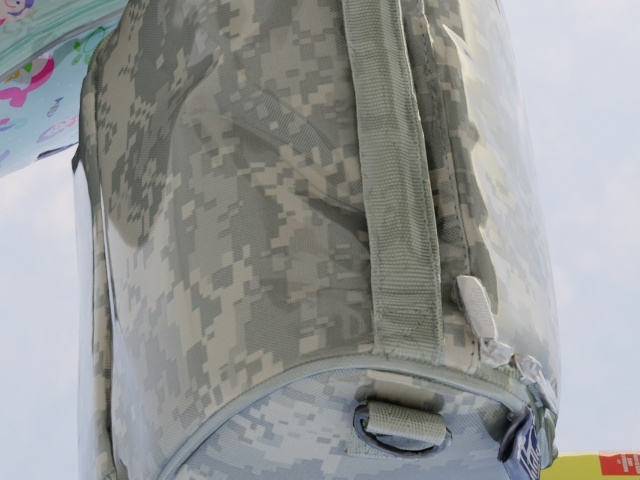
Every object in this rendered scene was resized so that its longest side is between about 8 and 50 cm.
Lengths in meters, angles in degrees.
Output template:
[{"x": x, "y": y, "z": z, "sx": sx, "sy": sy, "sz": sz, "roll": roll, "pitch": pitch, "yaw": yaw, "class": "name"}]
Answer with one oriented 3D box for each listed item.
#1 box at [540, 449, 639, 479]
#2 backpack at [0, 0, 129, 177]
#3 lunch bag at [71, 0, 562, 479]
[{"x": 0.181, "y": 0.162, "z": 0.966, "sx": 0.232, "sy": 0.087, "sz": 0.058, "roll": -1, "pitch": -156, "yaw": 5, "class": "box"}, {"x": -0.214, "y": -0.134, "z": 0.989, "sx": 0.253, "sy": 0.225, "sz": 0.191, "roll": -20, "pitch": -108, "yaw": -45, "class": "backpack"}, {"x": 0.000, "y": 0.000, "z": 0.805, "sx": 0.212, "sy": 0.256, "sz": 0.305, "roll": 2, "pitch": -121, "yaw": -12, "class": "lunch bag"}]
